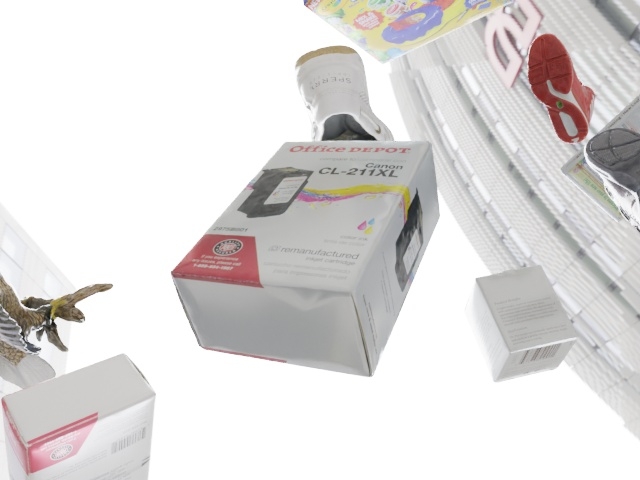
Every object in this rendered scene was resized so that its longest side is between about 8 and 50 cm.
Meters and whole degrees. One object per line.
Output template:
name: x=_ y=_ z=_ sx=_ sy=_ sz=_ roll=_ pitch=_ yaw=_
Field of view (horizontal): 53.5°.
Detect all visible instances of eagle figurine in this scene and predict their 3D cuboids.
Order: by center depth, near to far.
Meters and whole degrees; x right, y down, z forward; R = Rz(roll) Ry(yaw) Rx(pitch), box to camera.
eagle figurine: x=-0.500 y=0.102 z=0.937 sx=0.225 sy=0.298 sz=0.226 roll=39 pitch=-84 yaw=15

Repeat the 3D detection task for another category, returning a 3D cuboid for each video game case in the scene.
video game case: x=0.569 y=-0.147 z=1.165 sx=0.193 sy=0.212 sz=0.023 roll=-47 pitch=-143 yaw=21

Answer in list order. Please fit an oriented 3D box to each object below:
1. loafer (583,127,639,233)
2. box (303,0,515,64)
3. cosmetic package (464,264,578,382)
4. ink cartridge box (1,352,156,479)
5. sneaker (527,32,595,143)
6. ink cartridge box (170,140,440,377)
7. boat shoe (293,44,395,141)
loafer: x=0.473 y=-0.052 z=0.874 sx=0.109 sy=0.095 sz=0.303 roll=-27 pitch=-143 yaw=9
box: x=0.152 y=-0.502 z=1.150 sx=0.289 sy=0.279 sz=0.177 roll=-18 pitch=-110 yaw=33
cosmetic package: x=0.416 y=0.175 z=1.344 sx=0.151 sy=0.151 sz=0.184 roll=-10 pitch=-126 yaw=-7
ink cartridge box: x=-0.300 y=0.268 z=0.799 sx=0.158 sy=0.218 sz=0.092 roll=-17 pitch=-137 yaw=-39
sneaker: x=0.481 y=-0.312 z=1.264 sx=0.087 sy=0.221 sz=0.128 roll=-9 pitch=-158 yaw=36
ink cartridge box: x=0.000 y=0.000 z=0.446 sx=0.127 sy=0.072 sz=0.175 roll=4 pitch=-142 yaw=24
boat shoe: x=0.034 y=-0.101 z=0.732 sx=0.098 sy=0.277 sz=0.096 roll=-13 pitch=-115 yaw=13
